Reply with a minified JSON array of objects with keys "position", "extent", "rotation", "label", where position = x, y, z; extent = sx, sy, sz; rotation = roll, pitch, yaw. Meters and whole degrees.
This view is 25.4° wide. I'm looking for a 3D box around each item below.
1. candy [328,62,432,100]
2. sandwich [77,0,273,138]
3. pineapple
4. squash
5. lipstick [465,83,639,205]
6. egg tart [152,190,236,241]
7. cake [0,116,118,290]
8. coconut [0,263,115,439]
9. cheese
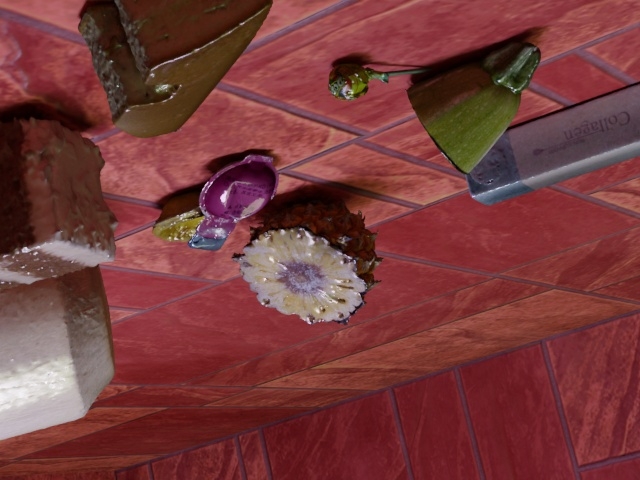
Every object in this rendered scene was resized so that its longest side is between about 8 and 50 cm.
[{"position":[0.058,-0.153,1.332],"extent":[0.123,0.035,0.035],"rotation":[-13,-159,-39],"label":"candy"},{"position":[-0.120,-0.147,1.065],"extent":[0.088,0.090,0.244],"rotation":[-7,165,-30],"label":"sandwich"},{"position":[0.000,0.003,1.728],"extent":[0.176,0.137,0.161],"rotation":[-16,123,33],"label":"pineapple"},{"position":[0.162,-0.143,1.373],"extent":[0.132,0.105,0.105],"rotation":[-37,158,16],"label":"squash"},{"position":[0.317,-0.121,1.595],"extent":[0.317,0.066,0.068],"rotation":[-19,165,21],"label":"lipstick"},{"position":[-0.142,-0.029,1.600],"extent":[0.105,0.039,0.105],"rotation":[-12,166,-3],"label":"egg tart"},{"position":[-0.276,-0.032,1.279],"extent":[0.147,0.135,0.134],"rotation":[-13,167,20],"label":"cake"},{"position":[-0.354,0.096,1.506],"extent":[0.265,0.237,0.237],"rotation":[-9,165,-14],"label":"coconut"},{"position":[-0.095,-0.040,1.534],"extent":[0.095,0.038,0.145],"rotation":[5,134,-37],"label":"cheese"}]
